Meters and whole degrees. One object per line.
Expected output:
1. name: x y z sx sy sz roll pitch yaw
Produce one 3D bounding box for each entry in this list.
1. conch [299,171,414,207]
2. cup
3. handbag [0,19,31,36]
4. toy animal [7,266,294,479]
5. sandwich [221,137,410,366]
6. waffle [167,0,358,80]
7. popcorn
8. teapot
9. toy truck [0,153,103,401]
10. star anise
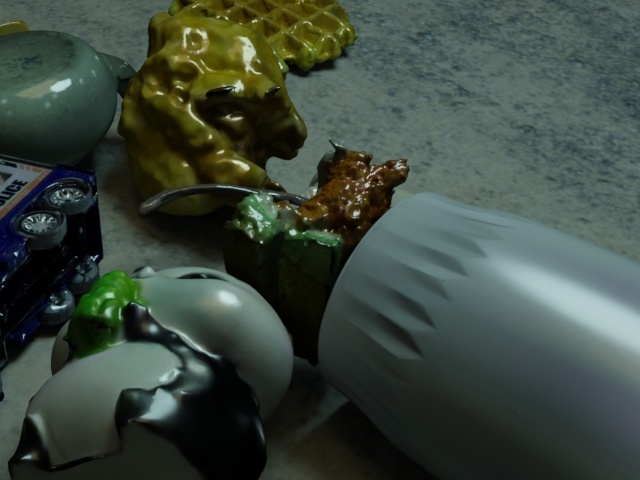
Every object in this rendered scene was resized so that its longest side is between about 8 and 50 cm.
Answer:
1. conch: 0.052 -0.037 1.356 0.176 0.104 0.094 -10 76 -27
2. cup: 0.201 0.120 1.054 0.372 0.253 0.253 30 43 28
3. handbag: -0.405 -0.248 1.587 0.083 0.027 0.061 -19 46 -27
4. toy animal: -0.132 0.125 1.021 0.213 0.212 0.266 8 42 -1
5. sandwich: 0.000 0.006 1.137 0.109 0.184 0.160 26 59 21
6. waffle: -0.083 -0.285 1.669 0.229 0.057 0.219 33 45 27
7. popcorn: -0.124 -0.125 1.359 0.190 0.191 0.253 -21 54 -12
8. teapot: -0.320 -0.145 1.383 0.294 0.129 0.193 -22 38 -18
9. toy truck: -0.321 0.033 1.173 0.155 0.124 0.268 13 36 17
10. star anise: -0.031 -0.007 1.271 0.227 0.148 0.218 24 28 33
